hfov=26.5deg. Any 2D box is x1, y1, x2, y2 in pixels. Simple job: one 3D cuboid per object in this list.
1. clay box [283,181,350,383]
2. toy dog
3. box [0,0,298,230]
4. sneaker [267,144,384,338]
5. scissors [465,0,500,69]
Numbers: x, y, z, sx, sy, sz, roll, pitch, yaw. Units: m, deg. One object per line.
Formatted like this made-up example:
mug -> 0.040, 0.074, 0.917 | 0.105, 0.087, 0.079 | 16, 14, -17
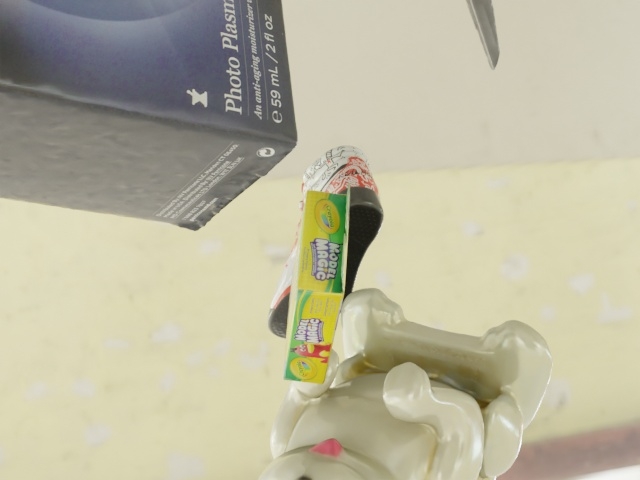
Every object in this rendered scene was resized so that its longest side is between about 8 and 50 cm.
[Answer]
clay box -> -0.004, 0.045, 1.454 | 0.053, 0.127, 0.222 | 6, 145, -2
toy dog -> 0.050, 0.285, 1.609 | 0.285, 0.395, 0.408 | 21, -151, 20
box -> -0.195, -0.189, 1.073 | 0.294, 0.296, 0.183 | 7, 153, -32
sneaker -> 0.001, 0.000, 1.808 | 0.090, 0.145, 0.270 | 13, 129, -20
scissors -> 0.057, -0.216, 0.737 | 0.109, 0.021, 0.297 | 2, 135, 4
